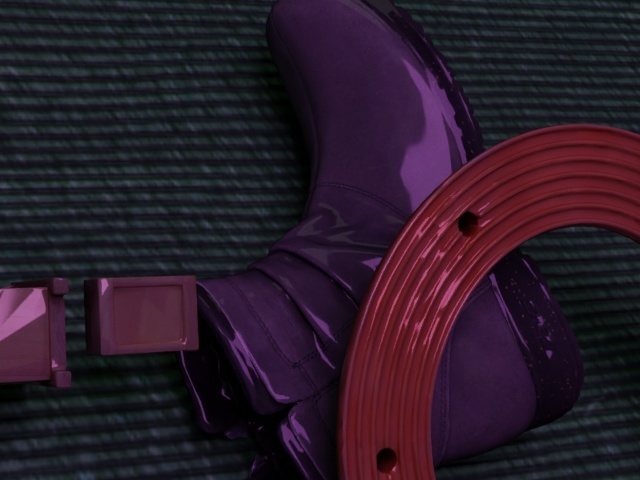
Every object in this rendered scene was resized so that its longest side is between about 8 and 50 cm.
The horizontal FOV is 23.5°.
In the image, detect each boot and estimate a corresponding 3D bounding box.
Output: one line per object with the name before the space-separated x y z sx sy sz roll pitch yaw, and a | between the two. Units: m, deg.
boot | 0.000 0.000 0.930 0.223 0.118 0.338 -21 74 -31

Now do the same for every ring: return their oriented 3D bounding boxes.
ring | 0.146 0.100 0.912 0.337 0.032 0.336 -1 93 -32

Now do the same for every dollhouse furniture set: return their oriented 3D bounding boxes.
dollhouse furniture set | -0.167 0.102 0.835 0.182 0.101 0.161 -1 88 -25
